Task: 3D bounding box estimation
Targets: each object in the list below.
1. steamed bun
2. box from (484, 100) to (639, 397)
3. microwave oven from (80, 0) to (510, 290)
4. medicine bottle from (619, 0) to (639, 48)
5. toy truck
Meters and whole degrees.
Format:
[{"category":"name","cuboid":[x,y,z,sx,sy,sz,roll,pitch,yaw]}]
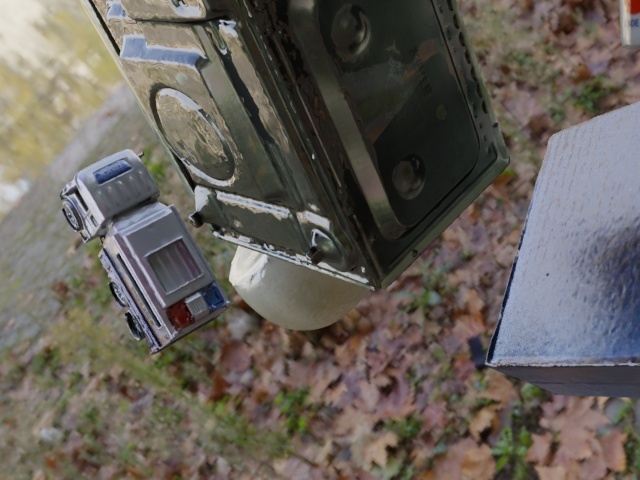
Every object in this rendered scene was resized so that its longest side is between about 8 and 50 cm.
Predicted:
[{"category":"steamed bun","cuboid":[0.000,0.000,1.622,0.324,0.206,0.324,-54,17,25]},{"category":"box","cuboid":[0.309,0.011,0.970,0.261,0.116,0.279,-15,52,65]},{"category":"microwave oven","cuboid":[-0.051,-0.182,0.948,0.247,0.394,0.333,-42,35,-23]},{"category":"medicine bottle","cuboid":[0.315,-0.339,0.827,0.130,0.341,0.130,-5,12,1]},{"category":"toy truck","cuboid":[-0.237,0.007,1.324,0.124,0.268,0.155,-30,-1,-24]}]
